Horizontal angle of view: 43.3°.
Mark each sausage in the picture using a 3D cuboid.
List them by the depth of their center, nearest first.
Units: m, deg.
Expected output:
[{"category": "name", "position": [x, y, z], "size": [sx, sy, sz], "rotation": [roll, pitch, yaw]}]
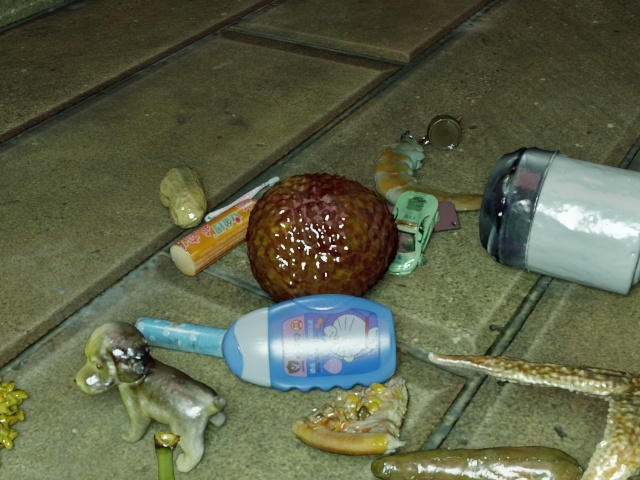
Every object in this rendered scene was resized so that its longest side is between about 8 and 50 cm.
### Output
[{"category": "sausage", "position": [-0.180, -0.019, 1.550], "size": [0.071, 0.071, 0.234], "rotation": [23, 44, 33]}]

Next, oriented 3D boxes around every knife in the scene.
[{"category": "knife", "position": [0.145, -0.035, 1.562], "size": [0.245, 0.019, 0.072], "rotation": [-9, 65, -7]}]

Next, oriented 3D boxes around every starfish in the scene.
[{"category": "starfish", "position": [0.363, 0.223, 1.021], "size": [0.384, 0.132, 0.398], "rotation": [11, 9, 34]}]

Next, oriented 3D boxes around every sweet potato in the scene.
[{"category": "sweet potato", "position": [0.204, 0.303, 1.058], "size": [0.273, 0.075, 0.075], "rotation": [0, 35, 11]}]

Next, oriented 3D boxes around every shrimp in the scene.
[{"category": "shrimp", "position": [0.212, -0.121, 1.659], "size": [0.185, 0.068, 0.287], "rotation": [-33, 46, -30]}]

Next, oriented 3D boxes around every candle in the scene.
[{"category": "candle", "position": [0.460, -0.029, 1.373], "size": [0.342, 0.221, 0.221], "rotation": [16, 40, 25]}]

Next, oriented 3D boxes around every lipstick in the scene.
[{"category": "lipstick", "position": [-0.227, 0.158, 1.324], "size": [0.158, 0.048, 0.048], "rotation": [7, 37, 16]}]

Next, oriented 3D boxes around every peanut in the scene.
[{"category": "peanut", "position": [-0.280, -0.091, 1.650], "size": [0.093, 0.083, 0.194], "rotation": [2, 32, -16]}]

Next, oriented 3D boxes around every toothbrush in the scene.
[{"category": "toothbrush", "position": [-0.162, -0.088, 1.689], "size": [0.204, 0.022, 0.017], "rotation": [-33, 60, -33]}]

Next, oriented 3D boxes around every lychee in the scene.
[{"category": "lychee", "position": [0.000, 0.000, 1.366], "size": [0.261, 0.260, 0.260], "rotation": [-3, 35, 2]}]

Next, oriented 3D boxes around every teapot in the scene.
[{"category": "teapot", "position": [0.272, -0.247, 1.832], "size": [0.121, 0.076, 0.068], "rotation": [-30, 21, 14]}]

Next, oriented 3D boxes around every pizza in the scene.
[{"category": "pizza", "position": [0.069, 0.241, 1.152], "size": [0.185, 0.052, 0.195], "rotation": [1, 18, 39]}]

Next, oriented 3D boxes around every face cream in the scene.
[{"category": "face cream", "position": [-0.019, 0.159, 1.244], "size": [0.264, 0.083, 0.149], "rotation": [-4, 73, 1]}]

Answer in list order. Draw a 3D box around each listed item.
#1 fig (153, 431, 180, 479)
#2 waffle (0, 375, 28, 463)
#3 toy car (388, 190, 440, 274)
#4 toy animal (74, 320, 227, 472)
[{"category": "fig", "position": [-0.134, 0.328, 0.895], "size": [0.151, 0.259, 0.151], "rotation": [-4, 43, 4]}, {"category": "waffle", "position": [-0.557, 0.280, 1.186], "size": [0.229, 0.051, 0.231], "rotation": [-3, 34, 7]}, {"category": "toy car", "position": [0.165, -0.018, 1.500], "size": [0.093, 0.058, 0.186], "rotation": [14, 56, 17]}, {"category": "toy animal", "position": [-0.238, 0.218, 1.148], "size": [0.233, 0.168, 0.121], "rotation": [26, 44, 16]}]
